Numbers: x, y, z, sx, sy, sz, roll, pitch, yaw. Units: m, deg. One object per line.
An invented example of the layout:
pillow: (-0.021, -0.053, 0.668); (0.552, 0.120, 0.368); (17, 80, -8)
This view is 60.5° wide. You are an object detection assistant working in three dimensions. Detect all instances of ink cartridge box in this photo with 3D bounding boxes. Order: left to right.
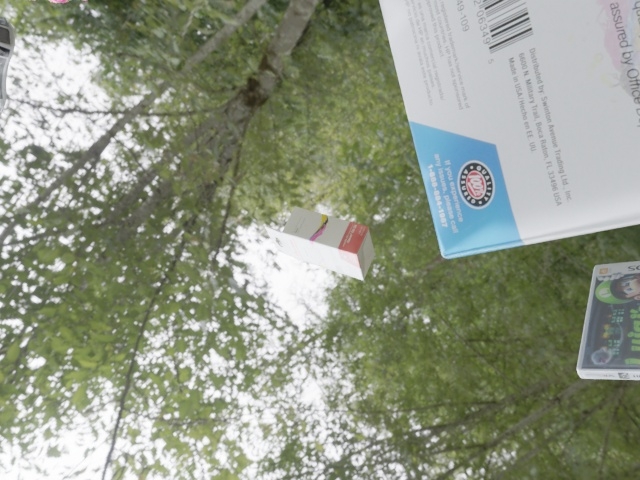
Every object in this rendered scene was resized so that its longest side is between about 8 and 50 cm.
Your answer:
ink cartridge box: (0.000, 0.000, 1.081); (0.198, 0.067, 0.115); (17, 156, 20)
ink cartridge box: (0.219, -0.119, 0.360); (0.197, 0.270, 0.198); (-12, -91, -46)

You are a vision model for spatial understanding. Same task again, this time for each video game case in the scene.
video game case: (0.421, 0.091, 0.679); (0.022, 0.173, 0.190); (54, -133, -25)

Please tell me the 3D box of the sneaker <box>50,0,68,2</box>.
sneaker: (-0.221, -0.464, 0.722); (0.482, 0.202, 0.185); (-34, -116, -31)

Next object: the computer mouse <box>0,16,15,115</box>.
computer mouse: (-0.296, -0.162, 0.453); (0.042, 0.193, 0.106); (51, -143, 13)
